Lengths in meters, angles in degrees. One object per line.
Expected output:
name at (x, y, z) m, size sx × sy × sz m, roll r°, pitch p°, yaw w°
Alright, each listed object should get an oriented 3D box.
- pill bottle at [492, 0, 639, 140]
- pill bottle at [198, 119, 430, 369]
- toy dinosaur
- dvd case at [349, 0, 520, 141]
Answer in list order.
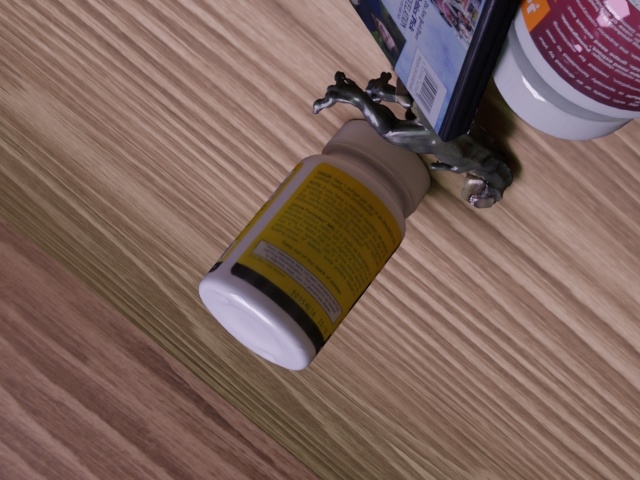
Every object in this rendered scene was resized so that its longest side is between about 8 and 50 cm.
pill bottle at (0.168, -0.133, 0.576) m, size 0.121 × 0.121 × 0.221 m, roll 38°, pitch 160°, yaw -1°
pill bottle at (0.000, 0.000, 1.023) m, size 0.119 × 0.208 × 0.119 m, roll 33°, pitch 160°, yaw 14°
toy dinosaur at (0.069, -0.092, 0.868) m, size 0.118 × 0.064 × 0.268 m, roll 27°, pitch -179°, yaw 27°
dvd case at (0.028, -0.198, 0.669) m, size 0.253 × 0.022 × 0.180 m, roll 59°, pitch 165°, yaw 17°
